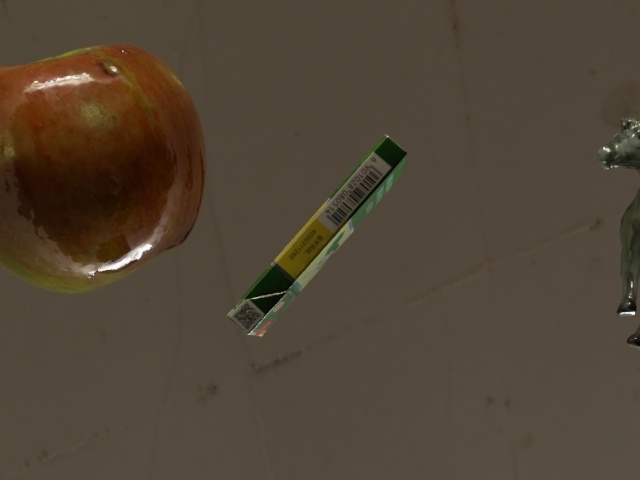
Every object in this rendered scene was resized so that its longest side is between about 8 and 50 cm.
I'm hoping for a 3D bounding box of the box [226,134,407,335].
[{"bbox_3d":[0.000,0.000,1.161,0.034,0.132,0.235,41,-93,5],"label":"box"}]

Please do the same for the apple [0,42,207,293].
[{"bbox_3d":[-0.179,-0.053,0.850,0.196,0.196,0.196,-8,-70,-24],"label":"apple"}]

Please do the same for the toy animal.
[{"bbox_3d":[0.345,0.010,1.178,0.170,0.090,0.255,-65,-35,-34],"label":"toy animal"}]
